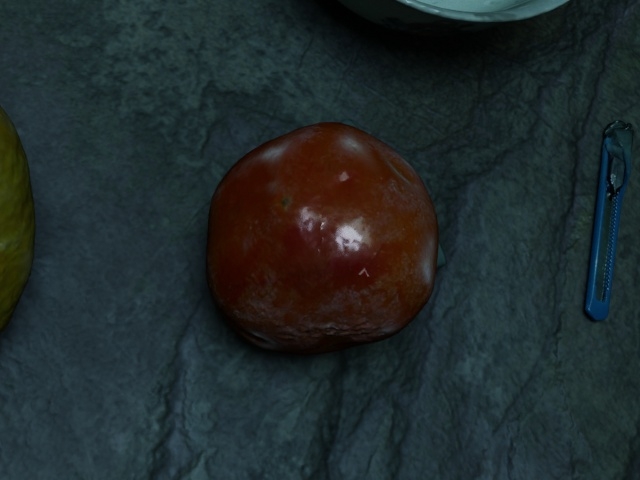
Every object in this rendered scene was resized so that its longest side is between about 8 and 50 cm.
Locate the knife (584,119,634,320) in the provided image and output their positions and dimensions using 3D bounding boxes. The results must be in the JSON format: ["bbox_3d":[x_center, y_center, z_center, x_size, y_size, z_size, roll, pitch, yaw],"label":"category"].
[{"bbox_3d":[0.365,-0.035,0.947,0.044,0.026,0.297,25,64,-20],"label":"knife"}]

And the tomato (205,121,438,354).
[{"bbox_3d":[-0.001,-0.004,0.715,0.231,0.188,0.232,-2,79,10],"label":"tomato"}]

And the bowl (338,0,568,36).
[{"bbox_3d":[0.110,-0.393,0.908,0.434,0.196,0.435,6,68,-15],"label":"bowl"}]

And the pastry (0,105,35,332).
[{"bbox_3d":[-0.395,-0.015,0.574,0.355,0.164,0.356,-4,103,-16],"label":"pastry"}]

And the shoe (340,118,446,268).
[{"bbox_3d":[0.062,-0.040,0.840,0.078,0.079,0.195,-33,90,10],"label":"shoe"}]
